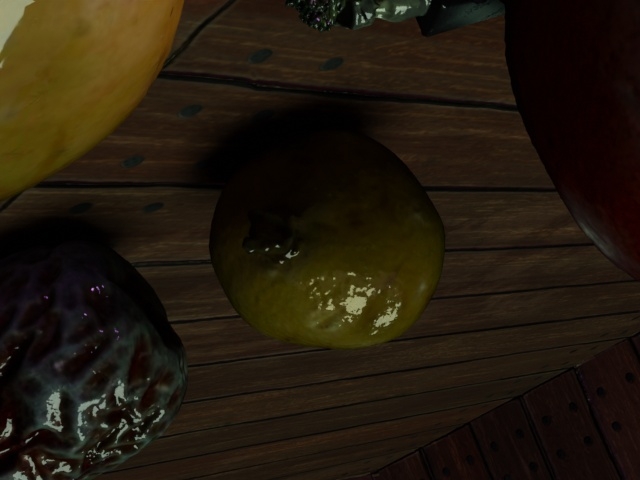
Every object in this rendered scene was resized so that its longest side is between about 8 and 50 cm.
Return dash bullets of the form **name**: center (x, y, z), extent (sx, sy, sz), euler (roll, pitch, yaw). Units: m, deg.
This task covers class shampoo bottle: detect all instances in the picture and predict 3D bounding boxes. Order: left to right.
- **shampoo bottle**: center (0.109, -0.191, 0.996), extent (0.208, 0.057, 0.063), euler (-15, 164, -18)

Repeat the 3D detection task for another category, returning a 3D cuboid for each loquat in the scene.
- **loquat**: center (0.000, 0.000, 1.190), extent (0.213, 0.213, 0.246), euler (-28, 168, 20)

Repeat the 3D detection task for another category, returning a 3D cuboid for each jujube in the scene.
- **jujube**: center (-0.281, 0.133, 1.243), extent (0.317, 0.226, 0.226), euler (-28, 162, 12)

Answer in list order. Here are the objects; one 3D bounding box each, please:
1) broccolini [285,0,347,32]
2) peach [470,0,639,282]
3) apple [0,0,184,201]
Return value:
- **broccolini**: center (0.046, -0.225, 0.863), extent (0.216, 0.058, 0.067), euler (-44, -166, 35)
- **peach**: center (0.298, -0.170, 0.871), extent (0.339, 0.416, 0.353), euler (-26, -157, -23)
- **apple**: center (-0.168, -0.152, 0.432), extent (0.275, 0.299, 0.299), euler (15, 154, -9)
